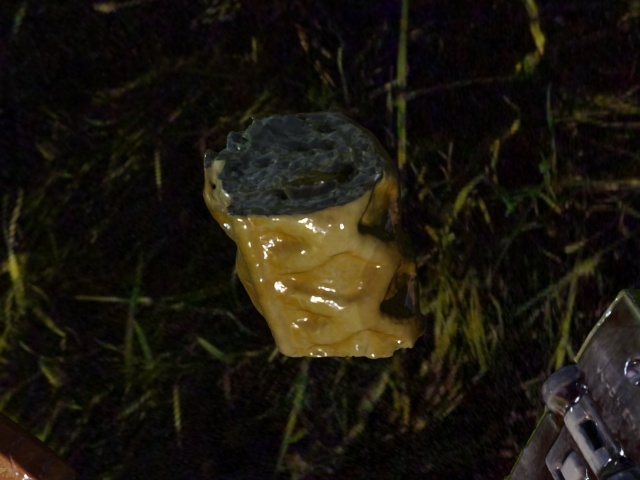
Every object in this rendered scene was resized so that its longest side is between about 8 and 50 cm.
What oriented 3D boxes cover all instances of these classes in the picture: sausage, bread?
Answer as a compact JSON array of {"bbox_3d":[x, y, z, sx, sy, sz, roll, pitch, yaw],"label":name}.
[{"bbox_3d":[-0.323,0.230,0.990,0.065,0.169,0.065,-32,31,22],"label":"sausage"},{"bbox_3d":[-0.003,-0.004,1.050,0.238,0.252,0.196,2,45,11],"label":"bread"}]

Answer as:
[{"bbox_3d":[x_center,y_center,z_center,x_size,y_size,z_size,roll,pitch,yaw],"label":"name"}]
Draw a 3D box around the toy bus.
[{"bbox_3d":[0.208,0.168,0.642,0.139,0.302,0.113,-3,44,-20],"label":"toy bus"}]
